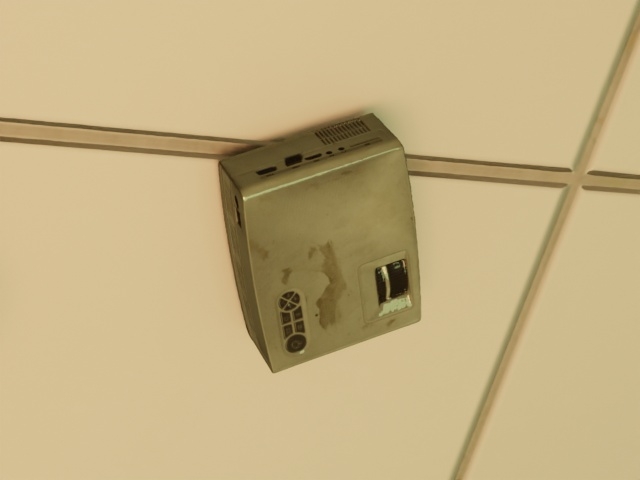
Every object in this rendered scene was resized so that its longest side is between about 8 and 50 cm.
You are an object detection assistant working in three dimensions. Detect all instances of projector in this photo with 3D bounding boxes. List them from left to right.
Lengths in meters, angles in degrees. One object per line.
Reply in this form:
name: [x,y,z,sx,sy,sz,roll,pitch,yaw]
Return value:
projector: [0.000,0.000,1.052,0.115,0.061,0.147,-18,127,-13]
